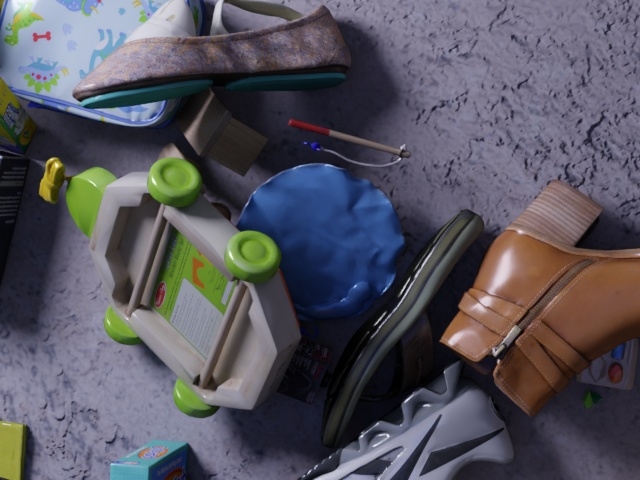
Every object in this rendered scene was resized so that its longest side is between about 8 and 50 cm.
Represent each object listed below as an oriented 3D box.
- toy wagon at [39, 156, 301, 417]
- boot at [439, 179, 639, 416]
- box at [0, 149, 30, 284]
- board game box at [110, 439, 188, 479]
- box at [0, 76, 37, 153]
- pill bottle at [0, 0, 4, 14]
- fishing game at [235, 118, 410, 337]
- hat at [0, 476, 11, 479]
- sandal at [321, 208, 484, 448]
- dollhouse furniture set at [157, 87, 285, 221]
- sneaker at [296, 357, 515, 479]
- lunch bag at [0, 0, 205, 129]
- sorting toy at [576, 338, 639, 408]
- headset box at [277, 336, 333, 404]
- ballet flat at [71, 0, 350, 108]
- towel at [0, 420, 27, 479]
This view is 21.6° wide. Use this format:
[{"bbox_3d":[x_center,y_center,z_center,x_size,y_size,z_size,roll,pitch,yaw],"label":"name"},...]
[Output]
[{"bbox_3d":[-0.165,0.026,1.799,0.344,0.068,0.267,44,140,17],"label":"toy wagon"},{"bbox_3d":[0.282,0.093,1.734,0.283,0.109,0.220,35,82,13],"label":"boot"},{"bbox_3d":[-0.432,-0.038,1.908,0.156,0.093,0.158,15,95,10],"label":"box"},{"bbox_3d":[-0.190,0.335,1.842,0.047,0.160,0.210,2,94,11],"label":"board game box"},{"bbox_3d":[-0.385,-0.155,1.848,0.105,0.179,0.043,18,75,11],"label":"box"},{"bbox_3d":[-0.420,-0.256,1.848,0.103,0.184,0.103,1,93,12],"label":"pill bottle"},{"bbox_3d":[0.000,0.000,1.827,0.189,0.041,0.264,14,111,-7],"label":"fishing game"},{"bbox_3d":[-0.396,0.405,1.825,0.331,0.134,0.331,5,76,-20],"label":"hat"},{"bbox_3d":[0.094,0.106,1.800,0.086,0.120,0.303,35,99,-6],"label":"sandal"},{"bbox_3d":[-0.098,-0.067,1.872,0.151,0.123,0.144,30,100,-26],"label":"dollhouse furniture set"},{"bbox_3d":[0.062,0.280,1.807,0.330,0.122,0.146,-37,83,11],"label":"sneaker"},{"bbox_3d":[-0.249,-0.220,1.863,0.219,0.090,0.176,15,95,10],"label":"lunch bag"},{"bbox_3d":[0.307,0.142,1.806,0.062,0.012,0.083,8,94,11],"label":"sorting toy"},{"bbox_3d":[-0.029,0.139,1.848,0.083,0.032,0.062,22,120,-2],"label":"headset box"},{"bbox_3d":[-0.119,-0.203,1.779,0.316,0.107,0.106,-8,86,-28],"label":"ballet flat"},{"bbox_3d":[-0.459,0.248,1.966,0.237,0.021,0.102,6,99,10],"label":"towel"}]
